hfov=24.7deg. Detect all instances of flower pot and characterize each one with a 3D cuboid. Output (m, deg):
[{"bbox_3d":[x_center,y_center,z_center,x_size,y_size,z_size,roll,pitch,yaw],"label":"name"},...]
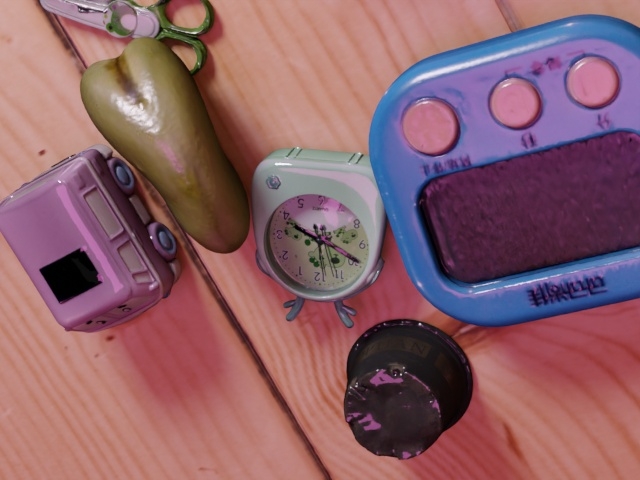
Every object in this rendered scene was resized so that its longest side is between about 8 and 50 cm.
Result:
[{"bbox_3d":[0.095,0.183,1.717,0.157,0.107,0.157,5,110,13],"label":"flower pot"}]

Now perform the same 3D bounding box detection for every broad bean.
[{"bbox_3d":[-0.156,-0.104,1.634,0.121,0.189,0.263,-37,104,3],"label":"broad bean"}]

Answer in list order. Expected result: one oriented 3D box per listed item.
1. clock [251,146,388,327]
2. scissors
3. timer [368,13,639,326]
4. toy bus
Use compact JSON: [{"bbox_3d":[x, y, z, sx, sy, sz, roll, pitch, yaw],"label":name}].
[{"bbox_3d":[0.000,0.000,1.695,0.159,0.066,0.211,8,112,13],"label":"clock"},{"bbox_3d":[-0.225,-0.254,1.681,0.204,0.027,0.101,15,111,7],"label":"scissors"},{"bbox_3d":[0.235,-0.072,1.576,0.340,0.115,0.309,-14,105,20],"label":"timer"},{"bbox_3d":[-0.273,0.006,1.729,0.142,0.142,0.202,-26,101,22],"label":"toy bus"}]
